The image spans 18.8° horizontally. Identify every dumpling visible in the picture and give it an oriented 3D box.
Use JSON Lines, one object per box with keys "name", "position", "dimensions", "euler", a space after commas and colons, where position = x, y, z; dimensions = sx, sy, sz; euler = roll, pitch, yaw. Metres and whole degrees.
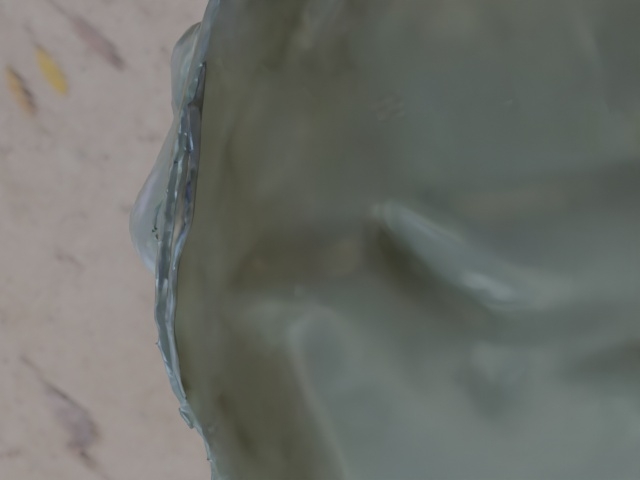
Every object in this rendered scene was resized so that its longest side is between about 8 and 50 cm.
{"name": "dumpling", "position": [0.046, -0.023, 0.674], "dimensions": [0.233, 0.315, 0.395], "euler": [12, 100, 25]}
